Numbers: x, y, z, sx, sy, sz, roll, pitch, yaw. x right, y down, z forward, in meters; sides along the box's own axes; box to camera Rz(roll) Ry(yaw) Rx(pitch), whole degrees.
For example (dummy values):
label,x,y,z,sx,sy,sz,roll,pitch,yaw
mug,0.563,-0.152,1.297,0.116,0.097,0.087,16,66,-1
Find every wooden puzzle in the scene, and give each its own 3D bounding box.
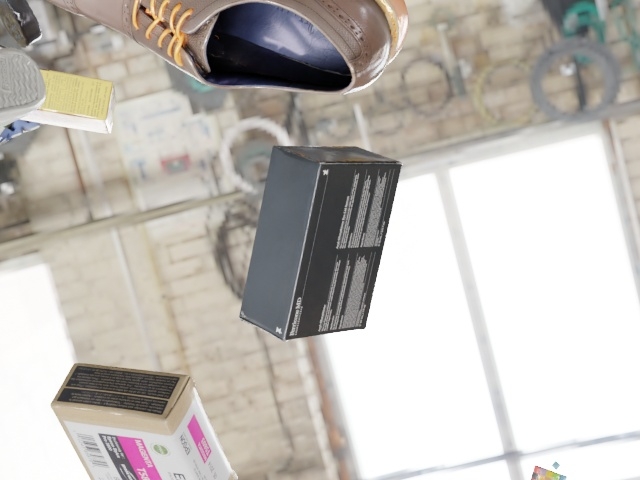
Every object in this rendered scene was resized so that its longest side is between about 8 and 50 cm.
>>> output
label,x,y,z,sx,sy,sz,roll,pitch,yaw
wooden puzzle,0.322,0.352,1.995,0.049,0.083,0.006,17,-168,25

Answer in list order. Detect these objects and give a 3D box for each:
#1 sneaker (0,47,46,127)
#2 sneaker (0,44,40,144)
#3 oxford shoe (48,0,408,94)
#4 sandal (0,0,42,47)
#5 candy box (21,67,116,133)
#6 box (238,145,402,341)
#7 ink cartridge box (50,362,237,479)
label,x,y,z,sx,sy,sz,roll,pitch,yaw
sneaker,-0.377,-0.100,1.233,0.151,0.094,0.256,-22,179,33
sneaker,-0.614,-0.250,2.493,0.127,0.182,0.315,-7,-157,43
oxford shoe,-0.113,-0.209,1.193,0.364,0.130,0.133,14,-146,12
sandal,-0.449,-0.361,1.807,0.054,0.254,0.097,-34,-171,-20
candy box,-0.341,-0.172,1.665,0.187,0.053,0.109,10,175,-5
box,0.000,0.000,2.013,0.103,0.261,0.184,22,-164,36
ink cartridge box,-0.248,0.287,1.984,0.193,0.234,0.088,4,-135,25
